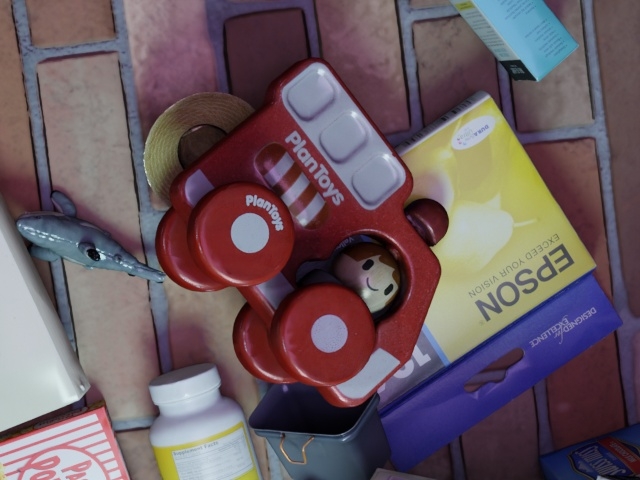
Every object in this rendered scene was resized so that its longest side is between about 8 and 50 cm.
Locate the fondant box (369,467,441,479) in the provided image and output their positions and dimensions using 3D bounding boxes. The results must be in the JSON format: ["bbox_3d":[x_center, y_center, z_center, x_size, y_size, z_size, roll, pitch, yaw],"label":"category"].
[{"bbox_3d":[0.141,0.412,1.687,0.238,0.096,0.330,9,103,15],"label":"fondant box"}]

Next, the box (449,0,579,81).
[{"bbox_3d":[0.161,-0.276,1.776,0.060,0.100,0.244,-41,99,-2],"label":"box"}]

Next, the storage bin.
[{"bbox_3d":[0.005,0.209,1.786,0.098,0.135,0.091,-53,130,-40],"label":"storage bin"}]

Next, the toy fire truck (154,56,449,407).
[{"bbox_3d":[0.000,0.000,1.705,0.254,0.169,0.302,-42,99,-17],"label":"toy fire truck"}]

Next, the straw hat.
[{"bbox_3d":[-0.121,-0.093,1.782,0.144,0.061,0.144,-6,111,-15],"label":"straw hat"}]

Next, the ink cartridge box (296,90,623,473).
[{"bbox_3d":[0.130,0.051,1.823,0.303,0.072,0.307,-34,97,-2],"label":"ink cartridge box"}]

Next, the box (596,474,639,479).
[{"bbox_3d":[0.390,0.312,1.592,0.290,0.087,0.169,8,89,-25],"label":"box"}]

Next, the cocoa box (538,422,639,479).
[{"bbox_3d":[0.401,0.375,1.802,0.228,0.231,0.347,-18,97,-3],"label":"cocoa box"}]

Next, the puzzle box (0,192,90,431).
[{"bbox_3d":[-0.438,0.021,1.730,0.272,0.052,0.409,-21,98,11],"label":"puzzle box"}]

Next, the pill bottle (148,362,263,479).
[{"bbox_3d":[-0.120,0.227,1.793,0.103,0.103,0.184,-16,97,-5],"label":"pill bottle"}]

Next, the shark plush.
[{"bbox_3d":[-0.242,0.016,1.775,0.161,0.067,0.073,36,91,-9],"label":"shark plush"}]

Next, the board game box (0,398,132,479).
[{"bbox_3d":[-0.296,0.269,1.806,0.193,0.045,0.147,-20,98,-4],"label":"board game box"}]
